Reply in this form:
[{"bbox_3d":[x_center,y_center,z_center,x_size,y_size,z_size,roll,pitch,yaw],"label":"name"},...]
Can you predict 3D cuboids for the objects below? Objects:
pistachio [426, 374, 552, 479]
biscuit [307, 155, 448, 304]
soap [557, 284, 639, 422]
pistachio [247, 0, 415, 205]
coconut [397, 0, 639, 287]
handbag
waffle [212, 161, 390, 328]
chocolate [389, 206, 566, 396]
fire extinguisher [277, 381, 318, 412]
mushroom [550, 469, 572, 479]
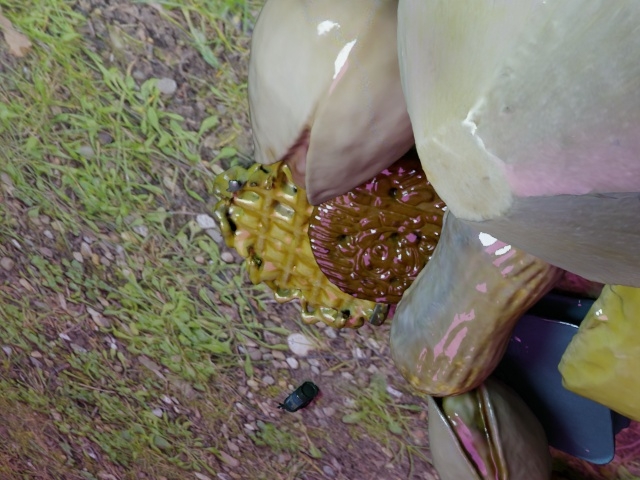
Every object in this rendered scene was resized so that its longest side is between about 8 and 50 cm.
[{"bbox_3d":[0.190,0.238,1.334,0.144,0.144,0.215,0,136,36],"label":"pistachio"},{"bbox_3d":[0.079,-0.007,1.257,0.188,0.027,0.188,1,124,1],"label":"biscuit"},{"bbox_3d":[0.452,0.129,1.080,0.427,0.115,0.306,25,136,6],"label":"soap"},{"bbox_3d":[0.019,-0.146,1.085,0.187,0.187,0.299,32,147,2],"label":"pistachio"},{"bbox_3d":[0.215,-0.117,0.845,0.352,0.352,0.352,20,141,17],"label":"coconut"},{"bbox_3d":[0.256,0.151,1.342,0.179,0.062,0.229,11,137,28],"label":"handbag"},{"bbox_3d":[-0.002,0.002,1.364,0.262,0.060,0.280,-8,127,41],"label":"waffle"},{"bbox_3d":[0.163,0.038,1.194,0.134,0.134,0.309,31,126,2],"label":"chocolate"},{"bbox_3d":[-0.030,0.226,1.661,0.038,0.025,0.083,18,147,-19],"label":"fire extinguisher"},{"bbox_3d":[0.409,0.385,1.444,0.329,0.122,0.159,15,130,23],"label":"mushroom"}]
